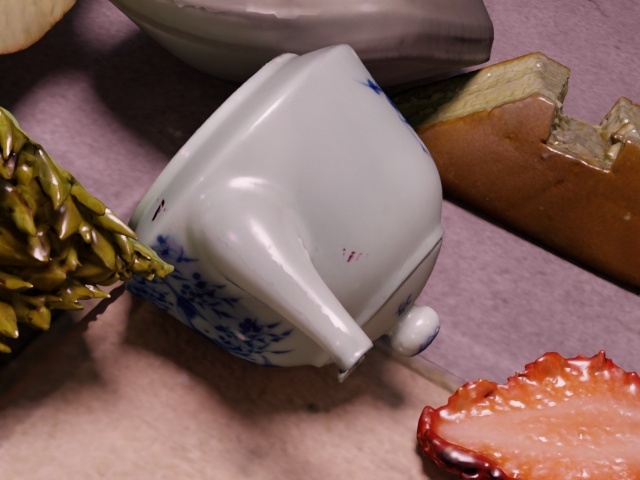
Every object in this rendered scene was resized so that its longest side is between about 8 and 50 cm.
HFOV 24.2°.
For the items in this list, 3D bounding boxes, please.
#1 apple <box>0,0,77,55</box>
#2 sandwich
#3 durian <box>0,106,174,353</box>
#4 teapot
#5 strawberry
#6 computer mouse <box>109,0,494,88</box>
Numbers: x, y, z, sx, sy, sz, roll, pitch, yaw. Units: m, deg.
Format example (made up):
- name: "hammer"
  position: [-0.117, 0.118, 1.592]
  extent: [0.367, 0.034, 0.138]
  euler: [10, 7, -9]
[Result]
- name: "apple"
  position: [-0.219, -0.210, 0.766]
  extent: [0.254, 0.179, 0.346]
  euler: [47, 27, -7]
- name: "sandwich"
  position: [0.155, -0.050, 0.904]
  extent: [0.244, 0.088, 0.090]
  euler: [26, 32, 3]
- name: "durian"
  position: [-0.251, -0.076, 0.646]
  extent: [0.394, 0.163, 0.198]
  euler: [24, 30, 25]
- name: "teapot"
  position: [0.000, 0.000, 0.717]
  extent: [0.159, 0.159, 0.232]
  euler: [28, 15, 6]
- name: "strawberry"
  position: [0.121, 0.103, 0.729]
  extent: [0.152, 0.048, 0.104]
  euler: [5, 45, -3]
- name: "computer mouse"
  position: [-0.008, -0.135, 0.887]
  extent: [0.197, 0.095, 0.331]
  euler: [23, 13, 20]
